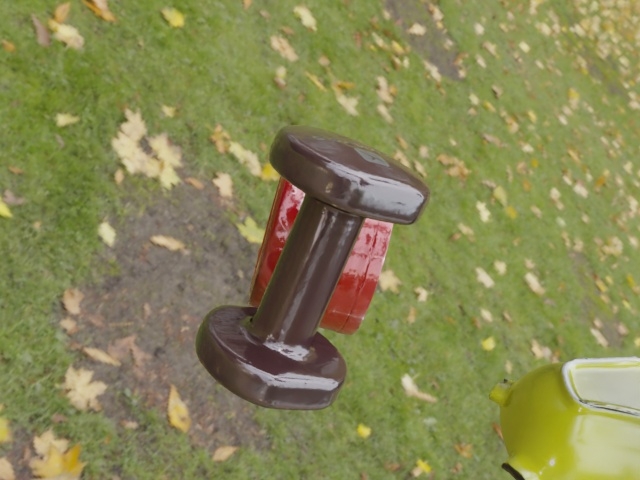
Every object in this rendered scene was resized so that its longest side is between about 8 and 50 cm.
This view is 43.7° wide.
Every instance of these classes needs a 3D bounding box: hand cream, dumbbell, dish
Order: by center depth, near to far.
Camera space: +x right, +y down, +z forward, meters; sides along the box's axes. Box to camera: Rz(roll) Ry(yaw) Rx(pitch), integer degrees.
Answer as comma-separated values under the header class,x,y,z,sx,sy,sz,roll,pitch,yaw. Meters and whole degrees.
class,x,y,z,sx,sy,sz,roll,pitch,yaw
dumbbell,-0.009,0.023,0.677,0.140,0.225,0.124,10,21,-34
hand cream,0.000,0.000,0.876,0.125,0.193,0.193,14,33,-6
dish,0.352,0.213,0.981,0.263,0.108,0.221,6,33,0
